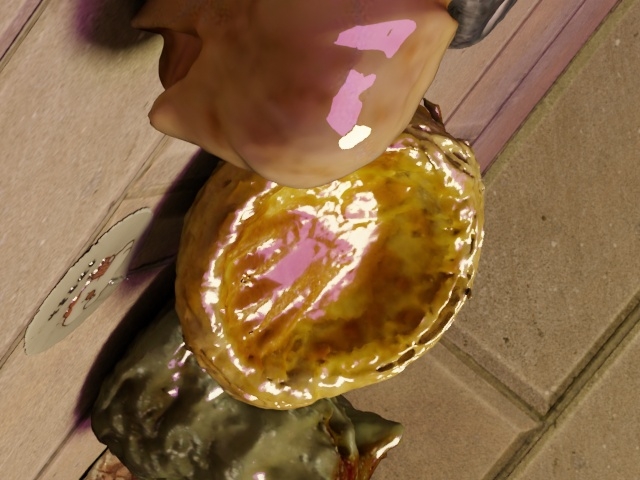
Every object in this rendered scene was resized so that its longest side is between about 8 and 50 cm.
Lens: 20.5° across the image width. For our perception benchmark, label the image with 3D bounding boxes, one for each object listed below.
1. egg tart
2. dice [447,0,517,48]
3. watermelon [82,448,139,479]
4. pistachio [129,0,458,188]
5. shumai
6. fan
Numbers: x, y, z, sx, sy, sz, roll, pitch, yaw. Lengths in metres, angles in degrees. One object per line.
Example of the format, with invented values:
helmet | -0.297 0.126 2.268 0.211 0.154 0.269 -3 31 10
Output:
egg tart | 0.000 0.000 1.912 0.388 0.169 0.387 -15 122 -25
dice | 0.112 -0.289 1.517 0.182 0.183 0.181 -50 170 -18
watermelon | -0.213 0.342 2.472 0.193 0.310 0.232 -51 133 3
pistachio | -0.021 -0.149 1.312 0.238 0.229 0.321 -6 176 -8
shumai | -0.072 0.198 2.141 0.324 0.323 0.397 -42 169 -33
fan | -0.208 0.039 1.820 0.190 0.009 0.329 -53 170 12
